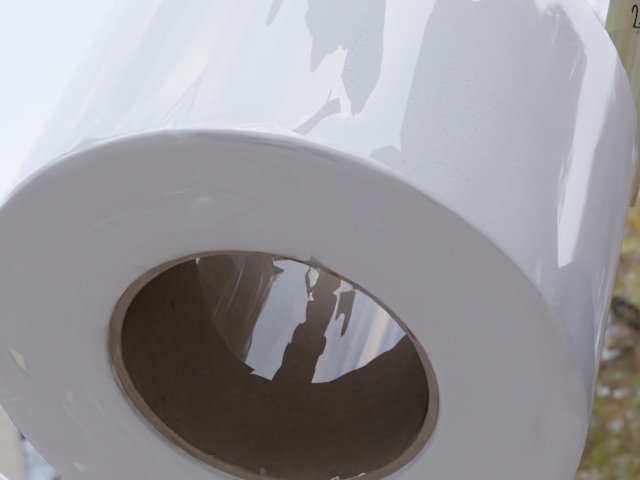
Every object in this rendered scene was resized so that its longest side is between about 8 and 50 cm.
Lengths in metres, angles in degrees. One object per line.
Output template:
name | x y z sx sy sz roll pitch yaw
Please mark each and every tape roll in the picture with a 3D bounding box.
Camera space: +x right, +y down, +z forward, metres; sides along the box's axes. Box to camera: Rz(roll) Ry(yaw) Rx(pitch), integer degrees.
tape roll | 0.000 0.000 0.750 0.246 0.169 0.246 10 -47 11

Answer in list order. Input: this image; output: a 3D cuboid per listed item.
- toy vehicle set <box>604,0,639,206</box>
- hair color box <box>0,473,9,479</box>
toy vehicle set | 0.186 -0.171 0.978 0.035 0.166 0.267 13 -61 11
hair color box | -0.360 0.127 1.078 0.339 0.185 0.110 43 -49 -17
